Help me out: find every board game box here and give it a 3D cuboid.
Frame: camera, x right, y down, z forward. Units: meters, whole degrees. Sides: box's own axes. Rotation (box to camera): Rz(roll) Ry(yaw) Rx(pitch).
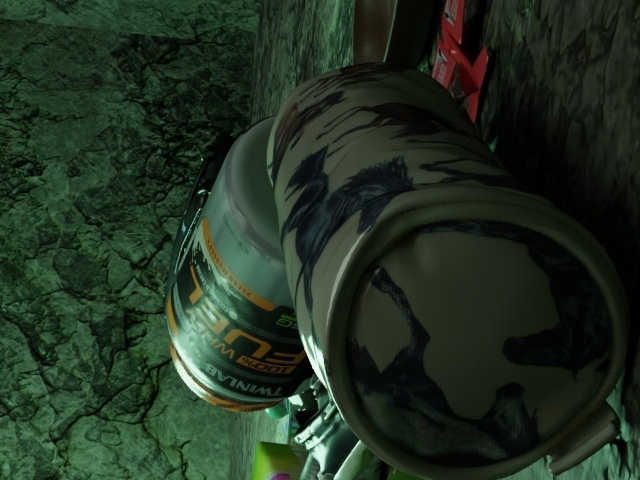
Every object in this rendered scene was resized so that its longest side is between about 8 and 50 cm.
[{"bbox_3d":[-0.045,0.284,2.055,0.154,0.026,0.103,137,138,-80],"label":"board game box"}]

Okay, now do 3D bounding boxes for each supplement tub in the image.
[{"bbox_3d":[-0.041,0.034,1.366,0.316,0.193,0.193,119,157,-51],"label":"supplement tub"}]

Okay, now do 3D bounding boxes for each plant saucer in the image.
[{"bbox_3d":[0.080,-0.289,1.390,0.310,0.050,0.310,-174,90,-84],"label":"plant saucer"}]

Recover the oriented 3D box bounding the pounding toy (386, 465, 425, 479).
[{"bbox_3d":[0.035,0.250,1.086,0.237,0.110,0.183,-124,40,-79],"label":"pounding toy"}]

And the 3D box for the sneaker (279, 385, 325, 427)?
[{"bbox_3d":[0.006,0.130,1.596,0.106,0.101,0.267,61,152,24],"label":"sneaker"}]

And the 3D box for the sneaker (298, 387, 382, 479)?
[{"bbox_3d":[0.025,0.202,1.362,0.106,0.078,0.234,-88,11,-46],"label":"sneaker"}]

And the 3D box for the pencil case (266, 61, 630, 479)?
[{"bbox_3d":[0.064,0.002,0.859,0.160,0.183,0.410,-54,15,11],"label":"pencil case"}]

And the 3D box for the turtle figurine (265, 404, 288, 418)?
[{"bbox_3d":[-0.060,0.169,1.908,0.175,0.118,0.234,-55,11,46],"label":"turtle figurine"}]

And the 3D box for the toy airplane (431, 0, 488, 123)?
[{"bbox_3d":[0.112,-0.152,1.102,0.151,0.028,0.151,-176,90,-84],"label":"toy airplane"}]

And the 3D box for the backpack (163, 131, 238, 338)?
[{"bbox_3d":[-0.160,0.043,2.410,0.355,0.273,0.290,-57,22,25],"label":"backpack"}]

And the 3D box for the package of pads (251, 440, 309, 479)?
[{"bbox_3d":[-0.032,0.370,1.582,0.296,0.101,0.229,-166,82,-84],"label":"package of pads"}]

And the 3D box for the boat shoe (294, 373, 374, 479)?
[{"bbox_3d":[0.039,0.116,1.157,0.095,0.079,0.254,-48,-13,-36],"label":"boat shoe"}]
